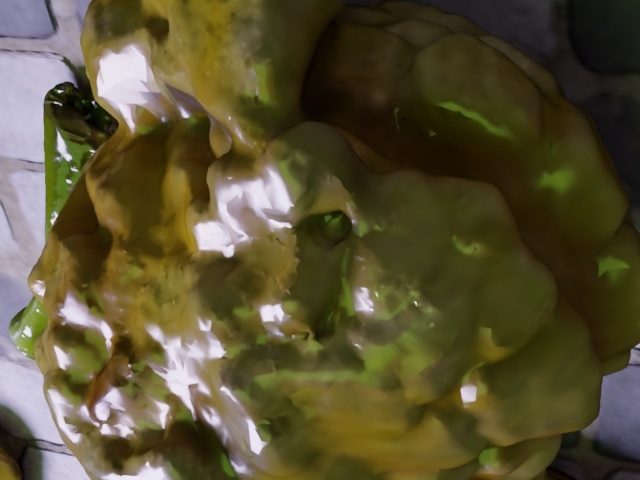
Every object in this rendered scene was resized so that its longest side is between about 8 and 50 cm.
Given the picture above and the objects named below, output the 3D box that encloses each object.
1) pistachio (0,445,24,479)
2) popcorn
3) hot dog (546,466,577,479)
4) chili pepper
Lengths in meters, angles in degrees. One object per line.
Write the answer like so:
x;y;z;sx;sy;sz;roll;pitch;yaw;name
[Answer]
-0.255;0.184;0.988;0.089;0.049;0.173;1;133;-7;pistachio
0.000;0.000;0.578;0.264;0.225;0.332;7;121;28;popcorn
0.015;0.156;0.788;0.337;0.100;0.135;20;135;10;hot dog
-0.137;0.000;0.765;0.051;0.050;0.202;-1;139;-22;chili pepper
